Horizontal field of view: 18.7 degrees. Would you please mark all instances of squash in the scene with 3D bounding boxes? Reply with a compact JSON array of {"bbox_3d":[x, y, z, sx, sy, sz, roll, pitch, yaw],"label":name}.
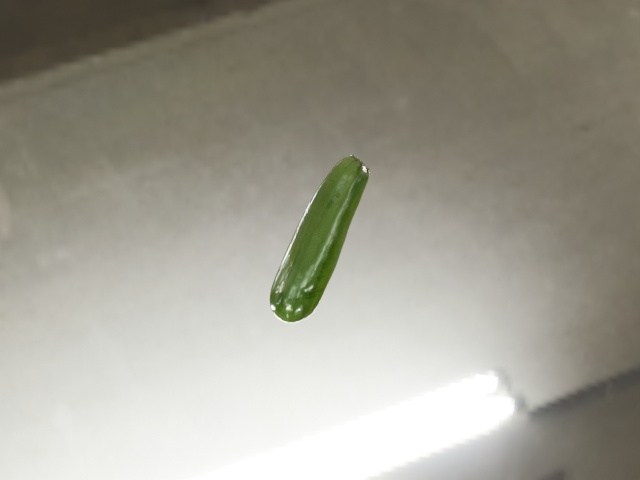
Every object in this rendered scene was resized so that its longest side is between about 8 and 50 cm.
[{"bbox_3d":[-0.001,0.000,0.905,0.027,0.089,0.027,18,-157,-8],"label":"squash"}]
